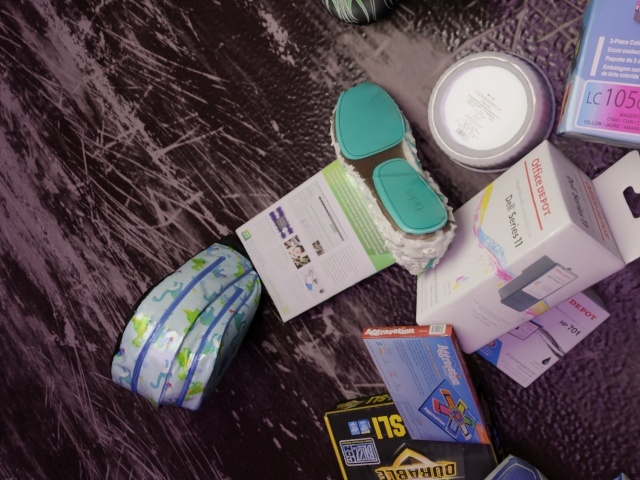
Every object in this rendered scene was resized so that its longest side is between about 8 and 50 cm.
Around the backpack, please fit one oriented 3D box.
[{"bbox_3d":[-0.263,0.178,1.089,0.273,0.355,0.290,37,111,17],"label":"backpack"}]

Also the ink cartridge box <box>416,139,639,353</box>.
[{"bbox_3d":[0.307,-0.004,0.807,0.119,0.207,0.353,33,129,-18],"label":"ink cartridge box"}]

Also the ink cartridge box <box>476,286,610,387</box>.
[{"bbox_3d":[0.356,0.131,0.904,0.140,0.082,0.190,36,115,-4],"label":"ink cartridge box"}]

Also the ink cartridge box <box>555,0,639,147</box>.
[{"bbox_3d":[0.436,-0.324,0.706,0.151,0.270,0.395,16,105,19],"label":"ink cartridge box"}]

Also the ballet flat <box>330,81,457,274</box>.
[{"bbox_3d":[0.111,-0.108,0.932,0.147,0.147,0.408,-39,45,26],"label":"ballet flat"}]

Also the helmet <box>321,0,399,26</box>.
[{"bbox_3d":[0.067,-0.468,0.932,0.170,0.161,0.169,4,100,26],"label":"helmet"}]

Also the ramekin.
[{"bbox_3d":[0.279,-0.216,0.893,0.207,0.109,0.207,4,100,26],"label":"ramekin"}]

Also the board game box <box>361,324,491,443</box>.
[{"bbox_3d":[0.183,0.246,0.893,0.145,0.027,0.281,-6,127,28],"label":"board game box"}]

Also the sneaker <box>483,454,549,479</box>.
[{"bbox_3d":[0.417,0.500,0.865,0.127,0.182,0.315,-41,90,-15],"label":"sneaker"}]

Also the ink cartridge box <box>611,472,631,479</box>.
[{"bbox_3d":[0.558,0.504,0.896,0.207,0.046,0.097,43,115,15],"label":"ink cartridge box"}]

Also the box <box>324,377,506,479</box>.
[{"bbox_3d":[0.193,0.427,1.053,0.322,0.079,0.257,-18,88,28],"label":"box"}]

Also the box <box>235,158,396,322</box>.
[{"bbox_3d":[0.000,0.000,1.098,0.322,0.058,0.232,-31,83,28],"label":"box"}]
